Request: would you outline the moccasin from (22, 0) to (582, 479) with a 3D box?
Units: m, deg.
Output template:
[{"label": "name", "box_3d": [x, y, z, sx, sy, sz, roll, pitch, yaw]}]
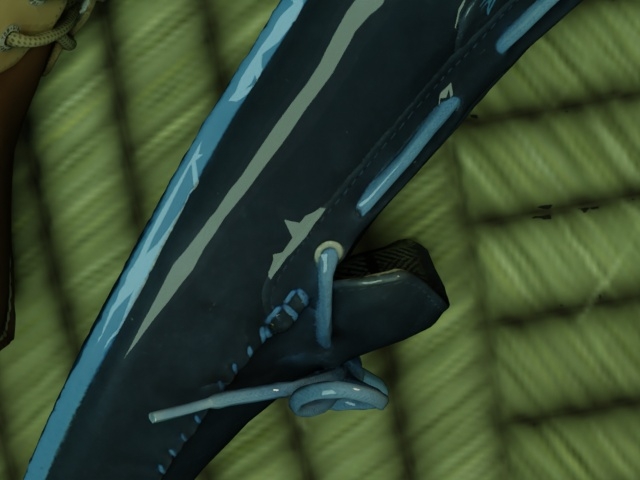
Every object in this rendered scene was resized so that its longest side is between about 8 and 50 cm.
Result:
[{"label": "moccasin", "box_3d": [0.000, 0.000, 0.675, 0.116, 0.138, 0.342, 30, 104, -3]}]

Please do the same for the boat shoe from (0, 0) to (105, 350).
[{"label": "boat shoe", "box_3d": [-0.135, -0.116, 0.679, 0.119, 0.122, 0.324, -3, 101, 5]}]
